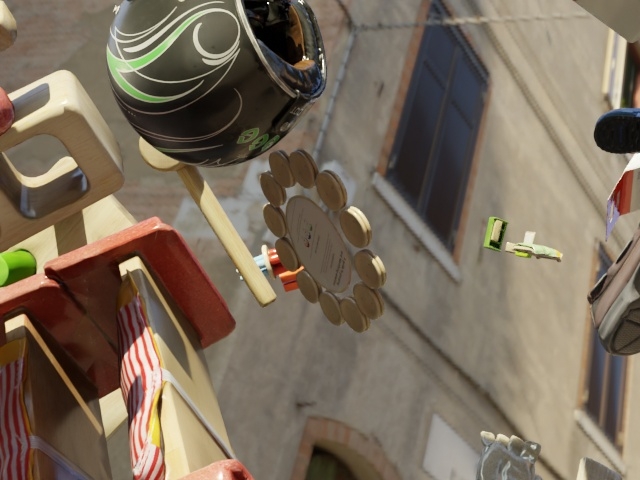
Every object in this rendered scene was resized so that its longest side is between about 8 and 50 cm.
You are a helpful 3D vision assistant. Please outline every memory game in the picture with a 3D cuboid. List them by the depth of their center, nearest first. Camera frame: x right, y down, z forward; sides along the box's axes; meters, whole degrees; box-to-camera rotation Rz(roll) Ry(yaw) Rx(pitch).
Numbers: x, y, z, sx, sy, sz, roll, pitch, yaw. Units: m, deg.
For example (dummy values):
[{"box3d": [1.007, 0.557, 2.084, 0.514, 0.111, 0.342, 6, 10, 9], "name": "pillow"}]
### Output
[{"box3d": [0.000, 0.000, 0.853, 0.186, 0.012, 0.186, 42, -33, 36], "name": "memory game"}]

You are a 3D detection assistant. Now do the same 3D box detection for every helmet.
[{"box3d": [-0.093, -0.143, 0.764, 0.161, 0.169, 0.169, -22, -47, 28], "name": "helmet"}]

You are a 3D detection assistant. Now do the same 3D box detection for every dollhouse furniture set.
[{"box3d": [-0.155, 0.025, 0.425, 0.152, 0.201, 0.374, -26, -48, 1], "name": "dollhouse furniture set"}, {"box3d": [0.363, -0.003, 1.669, 0.076, 0.059, 0.151, 17, -4, -33], "name": "dollhouse furniture set"}]

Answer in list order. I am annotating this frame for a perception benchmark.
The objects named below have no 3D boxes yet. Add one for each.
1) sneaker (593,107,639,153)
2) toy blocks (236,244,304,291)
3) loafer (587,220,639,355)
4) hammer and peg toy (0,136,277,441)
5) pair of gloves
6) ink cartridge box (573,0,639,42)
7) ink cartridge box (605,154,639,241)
[{"box3d": [0.480, -0.147, 1.266, 0.209, 0.082, 0.069, 11, -64, 26], "name": "sneaker"}, {"box3d": [-0.039, 0.040, 1.349, 0.148, 0.054, 0.123, -16, -29, 3], "name": "toy blocks"}, {"box3d": [0.382, -0.005, 1.034, 0.109, 0.095, 0.303, 6, -52, -23], "name": "loafer"}, {"box3d": [-0.231, 0.049, 1.004, 0.266, 0.361, 0.127, 47, 9, 8], "name": "hammer and peg toy"}, {"box3d": [0.333, 0.391, 1.366, 0.240, 0.204, 0.042, 21, -45, -3], "name": "pair of gloves"}, {"box3d": [0.321, -0.389, 1.118, 0.197, 0.273, 0.114, 30, -54, -18], "name": "ink cartridge box"}, {"box3d": [0.542, -0.093, 1.581, 0.045, 0.179, 0.145, 25, -21, 26], "name": "ink cartridge box"}]
